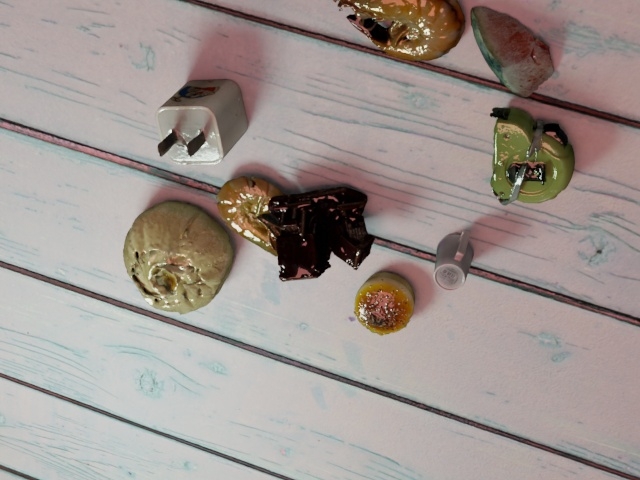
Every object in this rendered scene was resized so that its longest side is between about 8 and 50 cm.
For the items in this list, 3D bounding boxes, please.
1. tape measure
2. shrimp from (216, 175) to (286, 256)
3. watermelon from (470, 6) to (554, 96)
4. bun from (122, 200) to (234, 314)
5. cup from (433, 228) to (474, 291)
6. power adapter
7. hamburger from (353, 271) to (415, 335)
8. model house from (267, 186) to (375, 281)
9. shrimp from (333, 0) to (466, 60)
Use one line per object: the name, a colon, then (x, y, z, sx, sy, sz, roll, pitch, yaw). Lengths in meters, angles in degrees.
tape measure: (0.373, -0.139, 1.596, 0.154, 0.087, 0.177, 8, 126, 15)
shrimp: (-0.097, -0.032, 1.866, 0.267, 0.061, 0.145, 44, 117, -8)
watermelon: (0.318, -0.323, 1.523, 0.180, 0.081, 0.094, 37, 102, -12)
bun: (-0.323, 0.049, 1.947, 0.259, 0.152, 0.259, 10, 127, 13)
cup: (0.262, 0.032, 1.737, 0.074, 0.116, 0.104, 26, 120, 1)
power adapter: (-0.238, -0.212, 1.709, 0.130, 0.205, 0.125, 2, 122, 18)
hamburger: (0.132, 0.137, 1.870, 0.126, 0.081, 0.141, 31, 126, 0)
model house: (0.003, -0.008, 1.760, 0.203, 0.164, 0.141, -13, 129, 12)
shrimp: (0.108, -0.389, 1.557, 0.287, 0.063, 0.152, 14, 137, 10)
